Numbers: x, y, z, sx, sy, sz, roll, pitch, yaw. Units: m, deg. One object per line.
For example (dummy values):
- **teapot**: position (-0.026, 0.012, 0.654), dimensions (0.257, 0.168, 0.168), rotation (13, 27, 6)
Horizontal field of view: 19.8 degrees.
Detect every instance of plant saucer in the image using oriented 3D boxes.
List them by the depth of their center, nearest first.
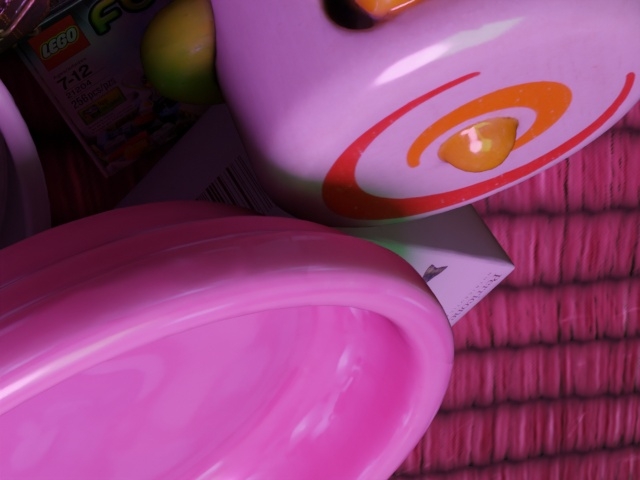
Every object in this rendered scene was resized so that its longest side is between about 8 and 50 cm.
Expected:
- **plant saucer**: position (-0.102, 0.095, 0.805), dimensions (0.332, 0.084, 0.332), rotation (-25, 151, -15)

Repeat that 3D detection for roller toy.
- **roller toy**: position (0.047, -0.097, 0.790), dimensions (0.191, 0.146, 0.209), rotation (-5, 154, -41)

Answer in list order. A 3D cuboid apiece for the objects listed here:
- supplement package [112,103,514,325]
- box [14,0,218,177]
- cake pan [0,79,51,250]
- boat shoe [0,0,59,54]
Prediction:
- **supplement package**: position (0.000, 0.000, 0.967), dimensions (0.105, 0.105, 0.179), rotation (-45, 152, 22)
- **box**: position (-0.044, -0.125, 0.886), dimensions (0.207, 0.036, 0.114), rotation (-32, 142, -1)
- **cake pan**: position (-0.259, -0.017, 0.762), dimensions (0.293, 0.054, 0.293), rotation (-4, 126, -5)
- **boat shoe**: position (-0.141, -0.118, 0.797), dimensions (0.073, 0.073, 0.207), rotation (20, 119, -43)
